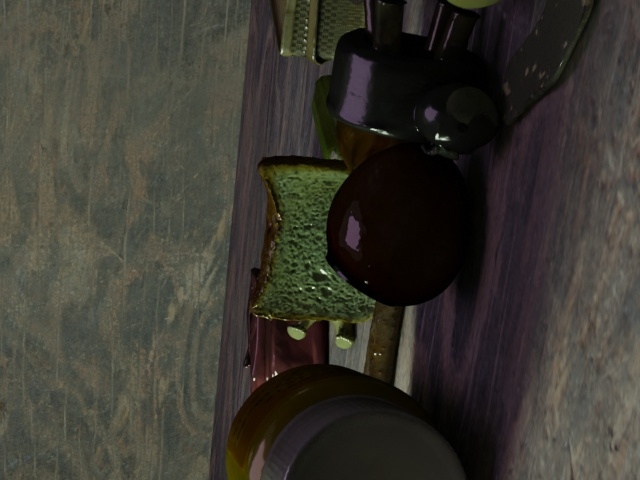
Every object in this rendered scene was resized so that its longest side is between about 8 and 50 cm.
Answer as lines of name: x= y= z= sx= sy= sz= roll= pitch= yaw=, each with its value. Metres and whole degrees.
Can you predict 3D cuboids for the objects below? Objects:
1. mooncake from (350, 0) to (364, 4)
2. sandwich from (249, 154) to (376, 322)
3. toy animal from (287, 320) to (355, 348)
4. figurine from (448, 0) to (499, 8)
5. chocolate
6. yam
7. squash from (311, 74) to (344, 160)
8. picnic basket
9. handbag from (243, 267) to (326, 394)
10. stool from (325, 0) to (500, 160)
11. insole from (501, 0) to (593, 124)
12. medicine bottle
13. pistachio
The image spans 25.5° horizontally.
mooncake: x=0.044 y=-0.406 z=1.658 sx=0.245 sy=0.133 sz=0.245 roll=60 pitch=174 yaw=10
sandwich: x=0.000 y=0.000 z=1.853 sx=0.065 sy=0.186 sz=0.215 roll=-117 pitch=33 yaw=-76
toy animal: x=0.022 y=0.071 z=2.042 sx=0.219 sy=0.103 sz=0.101 roll=100 pitch=-167 yaw=-60
figurine: x=0.122 y=-0.337 z=1.272 sx=0.180 sy=0.153 sz=0.262 roll=-18 pitch=82 yaw=54
chocolate: x=0.088 y=-0.019 z=1.460 sx=0.177 sy=0.176 sz=0.177 roll=-177 pitch=90 yaw=-81
yam: x=0.074 y=0.159 z=1.784 sx=0.045 sy=0.045 sz=0.327 roll=28 pitch=122 yaw=36
squash: x=0.027 y=-0.172 z=2.090 sx=0.239 sy=0.069 sz=0.069 roll=-100 pitch=15 yaw=-51
picnic basket: x=0.007 y=-0.375 z=2.042 sx=0.267 sy=0.139 sz=0.165 roll=-102 pitch=17 yaw=-57
handbag: x=-0.061 y=0.151 z=2.350 sx=0.146 sy=0.135 sz=0.225 roll=111 pitch=159 yaw=-76
stool: x=0.108 y=-0.170 z=1.412 sx=0.228 sy=0.153 sz=0.139 roll=25 pitch=116 yaw=36
insole: x=0.194 y=-0.163 z=1.223 sx=0.248 sy=0.011 sz=0.081 roll=120 pitch=154 yaw=-73
medicine bottle: x=0.023 y=0.252 z=1.506 sx=0.384 sy=0.224 sz=0.224 roll=170 pitch=102 yaw=-82
pistachio: x=0.080 y=-0.098 z=1.666 sx=0.189 sy=0.100 sz=0.110 roll=-115 pitch=5 yaw=-53
